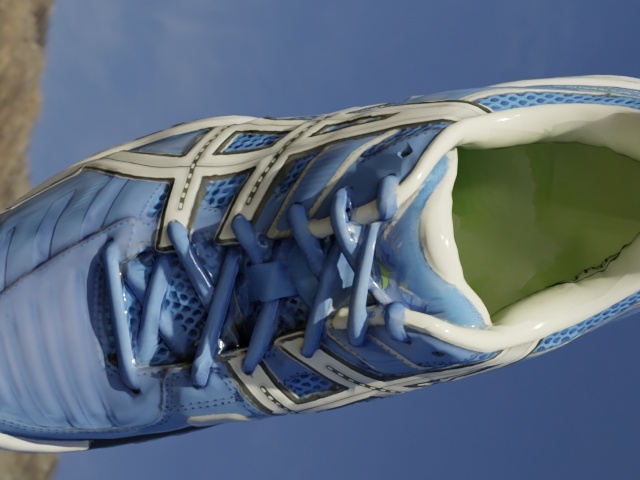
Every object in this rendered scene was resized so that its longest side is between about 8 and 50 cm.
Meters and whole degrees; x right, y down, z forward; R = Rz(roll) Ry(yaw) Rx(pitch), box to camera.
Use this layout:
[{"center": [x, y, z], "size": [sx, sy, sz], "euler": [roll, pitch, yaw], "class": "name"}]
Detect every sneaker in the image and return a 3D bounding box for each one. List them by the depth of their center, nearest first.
[{"center": [0.000, 0.000, 0.409], "size": [0.211, 0.080, 0.081], "euler": [-16, 179, 1], "class": "sneaker"}]
